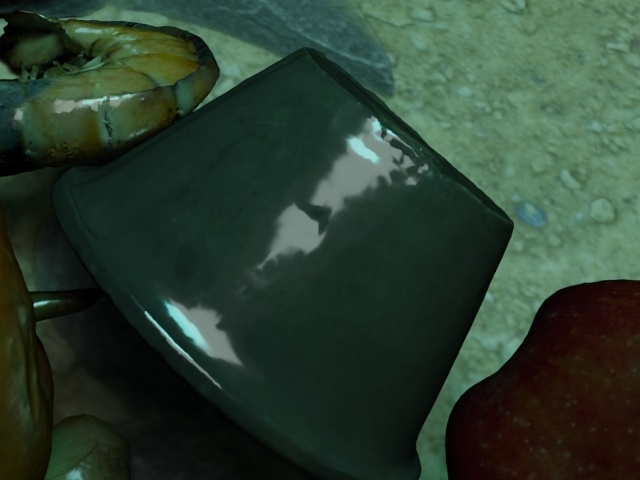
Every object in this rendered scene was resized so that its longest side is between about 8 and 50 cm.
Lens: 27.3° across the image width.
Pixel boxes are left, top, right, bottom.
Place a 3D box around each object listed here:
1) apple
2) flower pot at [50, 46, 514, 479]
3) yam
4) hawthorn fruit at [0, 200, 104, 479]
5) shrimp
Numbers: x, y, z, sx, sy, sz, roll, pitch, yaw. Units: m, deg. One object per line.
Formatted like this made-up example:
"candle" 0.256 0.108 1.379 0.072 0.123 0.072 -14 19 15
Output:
"apple" 0.225 0.171 0.712 0.288 0.288 0.317 -27 51 -30
"flower pot" 0.000 0.000 0.744 0.269 0.166 0.269 41 11 -10
"yam" -0.136 0.161 0.732 0.070 0.069 0.146 0 58 -17
"hawthorn fruit" -0.249 0.061 0.654 0.301 0.267 0.267 -4 58 -19
"shrimp" -0.215 -0.096 0.848 0.290 0.054 0.222 -17 31 -14
